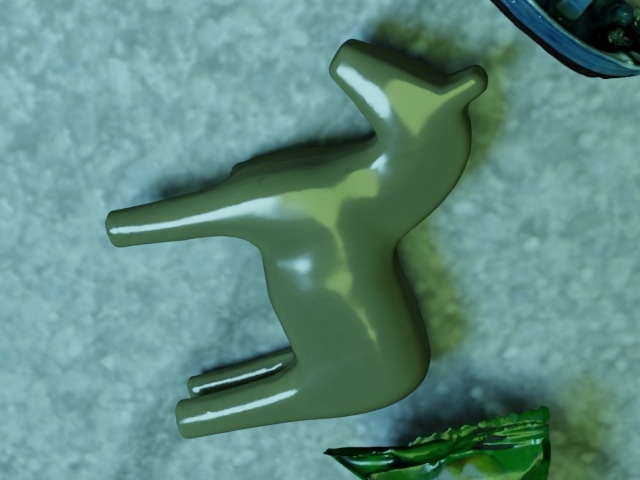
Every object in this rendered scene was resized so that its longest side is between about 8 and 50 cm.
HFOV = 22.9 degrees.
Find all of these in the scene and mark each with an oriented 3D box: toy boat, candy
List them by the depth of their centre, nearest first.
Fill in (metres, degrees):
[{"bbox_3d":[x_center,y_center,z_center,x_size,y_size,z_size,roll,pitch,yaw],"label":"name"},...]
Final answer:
[{"bbox_3d":[0.132,-0.135,0.837,0.137,0.060,0.061,44,138,-10],"label":"toy boat"},{"bbox_3d":[0.090,0.184,1.013,0.141,0.078,0.203,6,132,19],"label":"candy"}]

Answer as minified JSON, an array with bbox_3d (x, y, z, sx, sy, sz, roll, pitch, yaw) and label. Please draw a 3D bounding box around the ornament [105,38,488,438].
[{"bbox_3d":[0.000,0.000,0.935,0.245,0.061,0.230,-12,114,17],"label":"ornament"}]
